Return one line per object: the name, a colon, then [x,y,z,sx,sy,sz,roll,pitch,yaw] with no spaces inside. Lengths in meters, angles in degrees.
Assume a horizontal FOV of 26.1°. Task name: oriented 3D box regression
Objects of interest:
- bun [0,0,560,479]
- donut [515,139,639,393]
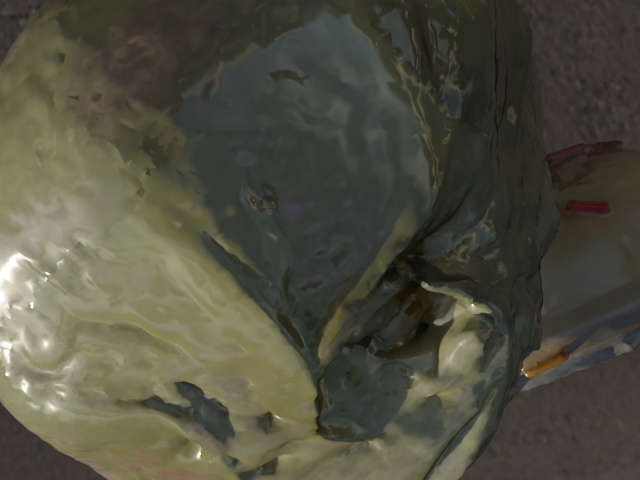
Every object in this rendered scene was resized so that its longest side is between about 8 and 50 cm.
bun: [0.000,0.000,0.706,0.361,0.213,0.361,-27,133,-33]
donut: [0.172,0.019,1.253,0.382,0.142,0.382,-19,-170,4]
